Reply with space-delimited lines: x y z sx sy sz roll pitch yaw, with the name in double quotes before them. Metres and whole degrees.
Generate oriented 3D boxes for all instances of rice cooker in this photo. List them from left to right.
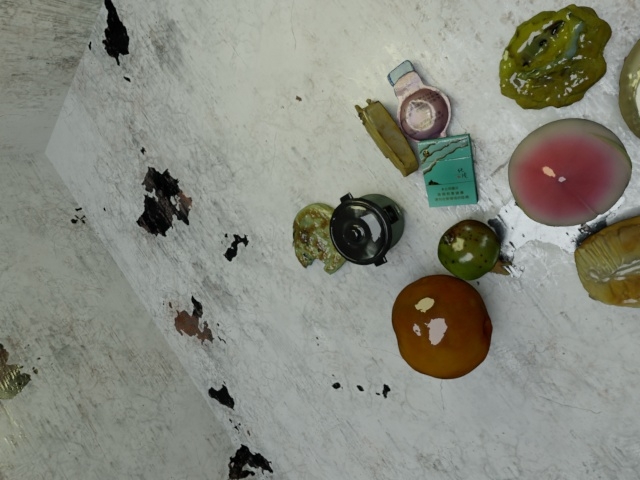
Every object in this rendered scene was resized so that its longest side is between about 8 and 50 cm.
"rice cooker" 0.166 -0.045 1.475 0.241 0.227 0.281 -26 90 35

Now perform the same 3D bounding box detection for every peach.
"peach" 0.410 0.285 1.371 0.301 0.342 0.343 -14 97 31

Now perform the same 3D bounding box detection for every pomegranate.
"pomegranate" 0.503 0.040 1.320 0.245 0.198 0.199 26 117 14

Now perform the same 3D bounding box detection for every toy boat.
"toy boat" 0.227 -0.356 1.414 0.089 0.115 0.310 -35 87 -8

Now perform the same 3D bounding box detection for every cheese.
"cheese" 0.318 -0.445 1.349 0.188 0.074 0.286 -30 88 34

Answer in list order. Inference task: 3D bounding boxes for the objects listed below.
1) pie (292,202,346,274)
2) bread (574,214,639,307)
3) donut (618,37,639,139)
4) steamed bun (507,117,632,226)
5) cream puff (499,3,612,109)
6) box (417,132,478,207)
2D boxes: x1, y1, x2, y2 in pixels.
"pie" 0.001 -0.008 1.688 0.302 0.066 0.303 11 111 30
"bread" 0.903 0.043 1.092 0.388 0.183 0.236 -13 117 28
"donut" 0.891 -0.401 0.963 0.307 0.150 0.371 40 121 16
"steamed bun" 0.652 -0.174 1.100 0.309 0.309 0.310 10 110 29
"cream puff" 0.613 -0.480 1.093 0.281 0.185 0.282 10 112 26
"box" 0.418 -0.223 1.347 0.161 0.041 0.230 -2 117 31
